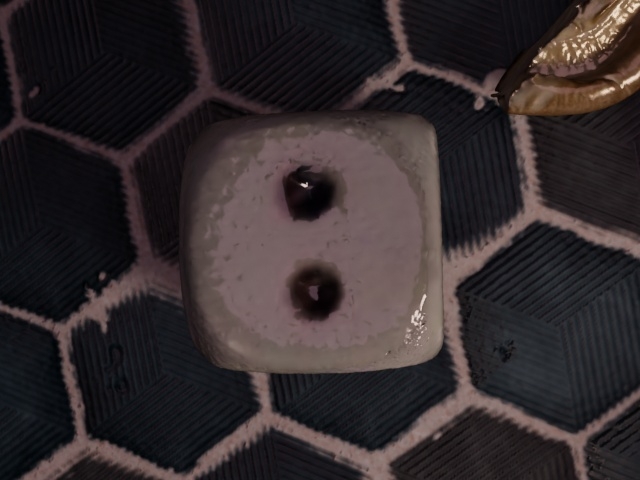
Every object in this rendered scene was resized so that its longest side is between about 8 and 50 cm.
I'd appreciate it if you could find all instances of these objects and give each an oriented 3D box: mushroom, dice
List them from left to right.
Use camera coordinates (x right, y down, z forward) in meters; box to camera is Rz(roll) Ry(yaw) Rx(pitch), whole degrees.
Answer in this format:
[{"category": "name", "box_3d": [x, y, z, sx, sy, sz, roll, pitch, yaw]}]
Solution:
[{"category": "dice", "box_3d": [0.000, 0.000, 0.793, 0.194, 0.193, 0.192, -1, 90, 5]}, {"category": "mushroom", "box_3d": [0.239, -0.170, 0.821, 0.094, 0.072, 0.210, 40, 107, 0]}]
